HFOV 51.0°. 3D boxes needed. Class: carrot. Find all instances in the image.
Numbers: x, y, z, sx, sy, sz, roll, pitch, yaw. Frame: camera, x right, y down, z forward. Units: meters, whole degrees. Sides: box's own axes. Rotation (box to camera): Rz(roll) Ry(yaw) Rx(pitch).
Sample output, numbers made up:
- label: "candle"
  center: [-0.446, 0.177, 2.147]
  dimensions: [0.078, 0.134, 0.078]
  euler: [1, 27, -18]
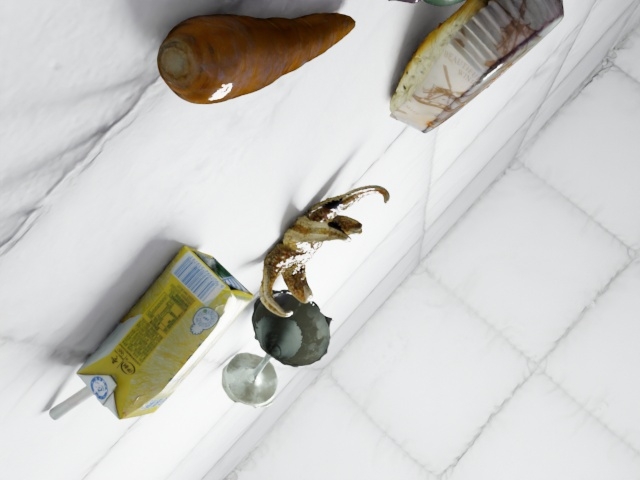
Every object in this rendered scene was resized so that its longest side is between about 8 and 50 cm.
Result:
- label: "carrot"
  center: [-0.025, -0.124, 0.423]
  dimensions: [0.048, 0.048, 0.216]
  euler: [-57, 169, 34]

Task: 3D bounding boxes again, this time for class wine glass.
- label: "wine glass"
  center: [-0.070, 0.166, 0.962]
  dimensions: [0.122, 0.122, 0.183]
  euler: [-37, 166, -41]

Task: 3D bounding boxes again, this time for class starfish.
- label: "starfish"
  center: [0.002, 0.000, 0.791]
  dimensions: [0.190, 0.074, 0.146]
  euler: [-50, 169, 6]

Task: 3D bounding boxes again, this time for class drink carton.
- label: "drink carton"
  center: [-0.152, 0.101, 0.586]
  dimensions: [0.200, 0.074, 0.084]
  euler: [-50, 167, 2]

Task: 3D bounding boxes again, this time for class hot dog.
- label: "hot dog"
  center: [0.147, -0.183, 0.660]
  dimensions: [0.144, 0.075, 0.268]
  euler: [-40, 179, -16]

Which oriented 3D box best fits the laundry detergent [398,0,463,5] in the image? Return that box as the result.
- label: "laundry detergent"
  center: [0.125, -0.243, 0.485]
  dimensions: [0.222, 0.078, 0.144]
  euler: [-40, 171, -27]
